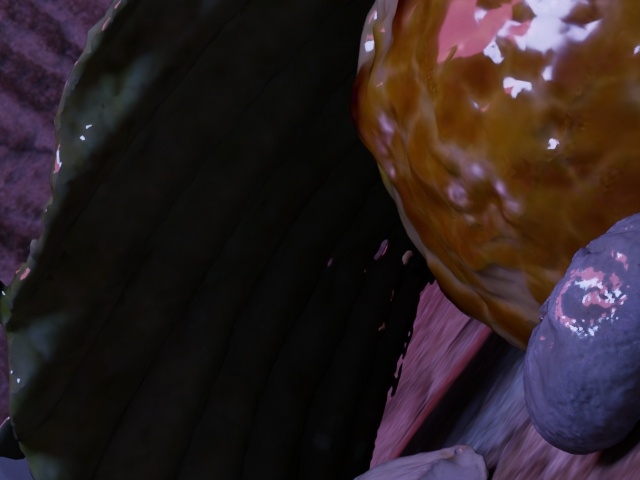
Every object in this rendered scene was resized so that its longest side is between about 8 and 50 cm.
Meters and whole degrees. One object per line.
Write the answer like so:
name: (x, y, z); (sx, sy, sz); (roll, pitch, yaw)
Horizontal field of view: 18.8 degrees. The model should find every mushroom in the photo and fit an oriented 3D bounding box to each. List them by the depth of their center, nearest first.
mushroom: (0.020, 0.124, 0.852); (0.059, 0.054, 0.202); (-53, 4, -22)

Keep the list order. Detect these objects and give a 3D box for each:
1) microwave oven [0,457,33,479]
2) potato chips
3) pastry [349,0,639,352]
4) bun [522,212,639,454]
microwave oven: (-0.133, 0.190, 1.129); (0.208, 0.162, 0.122); (-4, -47, -56)
potato chips: (-0.003, 0.007, 0.950); (0.373, 0.097, 0.389); (-7, -61, -55)
pastry: (0.098, -0.088, 0.785); (0.256, 0.170, 0.237); (-60, -5, 22)
bun: (0.090, 0.028, 0.601); (0.083, 0.045, 0.083); (-54, -5, -6)
